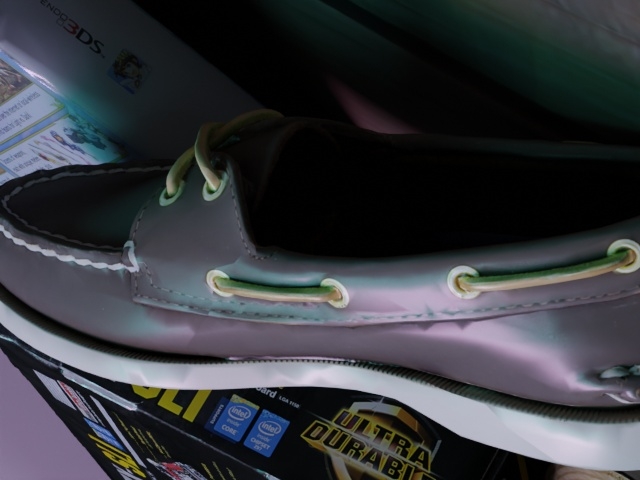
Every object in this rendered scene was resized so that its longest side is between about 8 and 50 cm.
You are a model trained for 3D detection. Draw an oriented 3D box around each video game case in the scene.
[{"bbox_3d":[-0.101,-0.032,0.873,0.244,0.061,0.269,36,161,-18],"label":"video game case"}]

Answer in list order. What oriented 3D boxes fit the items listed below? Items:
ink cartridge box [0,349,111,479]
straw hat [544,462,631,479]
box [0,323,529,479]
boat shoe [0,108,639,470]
[{"bbox_3d":[-0.200,0.091,1.245,0.198,0.197,0.270,56,160,-22],"label":"ink cartridge box"},{"bbox_3d":[0.140,0.175,0.857,0.144,0.061,0.144,42,160,19],"label":"straw hat"},{"bbox_3d":[-0.010,0.133,0.940,0.257,0.079,0.322,26,161,22],"label":"box"},{"bbox_3d":[0.000,0.000,0.652,0.324,0.116,0.096,10,126,31],"label":"boat shoe"}]
